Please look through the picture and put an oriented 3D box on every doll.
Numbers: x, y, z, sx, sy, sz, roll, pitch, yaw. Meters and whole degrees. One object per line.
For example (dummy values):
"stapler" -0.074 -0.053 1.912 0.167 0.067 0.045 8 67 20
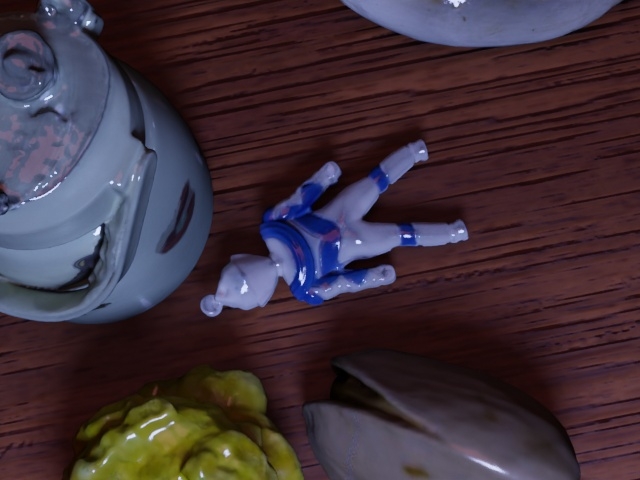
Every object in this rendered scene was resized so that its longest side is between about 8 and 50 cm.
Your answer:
"doll" 0.000 0.000 1.606 0.227 0.057 0.114 -24 84 -10

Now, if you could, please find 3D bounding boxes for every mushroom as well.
"mushroom" 0.149 -0.216 1.621 0.270 0.103 0.118 6 85 -5

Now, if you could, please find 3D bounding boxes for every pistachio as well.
"pistachio" 0.092 0.161 1.527 0.238 0.153 0.138 19 69 34

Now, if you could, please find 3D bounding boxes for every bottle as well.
"bottle" -0.205 -0.051 1.480 0.229 0.352 0.229 -1 81 3

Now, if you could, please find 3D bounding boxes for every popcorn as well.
"popcorn" -0.112 0.196 1.527 0.197 0.155 0.198 5 103 20
